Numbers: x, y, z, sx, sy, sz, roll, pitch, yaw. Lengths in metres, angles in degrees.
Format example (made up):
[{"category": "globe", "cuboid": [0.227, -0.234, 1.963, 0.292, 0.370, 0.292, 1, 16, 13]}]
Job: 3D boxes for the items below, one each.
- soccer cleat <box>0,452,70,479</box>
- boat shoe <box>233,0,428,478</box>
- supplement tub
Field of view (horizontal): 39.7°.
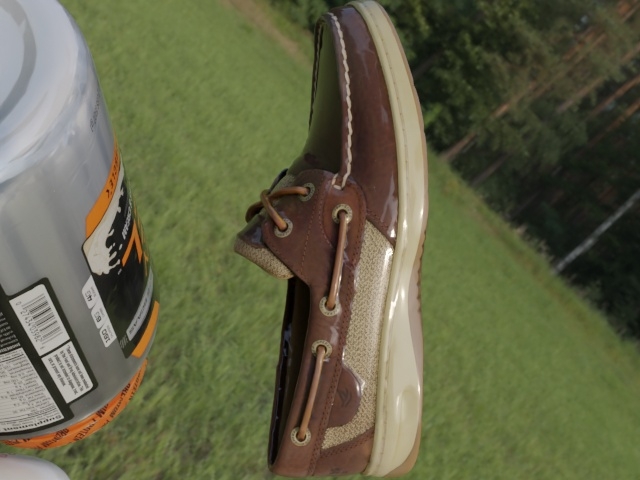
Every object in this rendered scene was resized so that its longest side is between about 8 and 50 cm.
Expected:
[{"category": "soccer cleat", "cuboid": [-0.305, 0.208, 0.560, 0.331, 0.143, 0.116, -9, 68, -34]}, {"category": "boat shoe", "cuboid": [0.000, 0.000, 0.629, 0.123, 0.342, 0.123, -1, 3, -13]}, {"category": "supplement tub", "cuboid": [-0.211, 0.003, 0.567, 0.194, 0.193, 0.316, 50, -22, 27]}]
